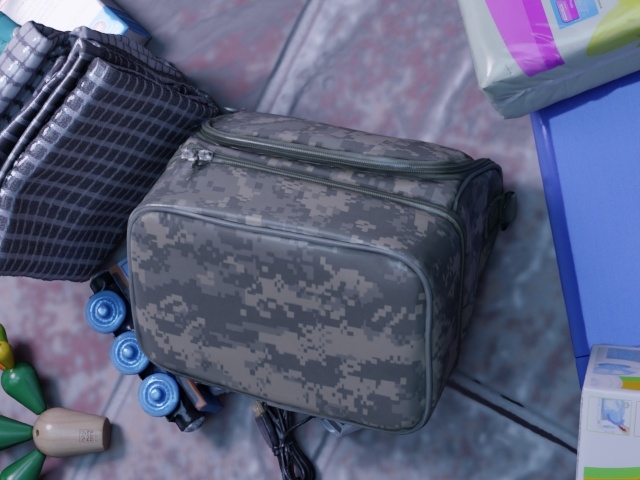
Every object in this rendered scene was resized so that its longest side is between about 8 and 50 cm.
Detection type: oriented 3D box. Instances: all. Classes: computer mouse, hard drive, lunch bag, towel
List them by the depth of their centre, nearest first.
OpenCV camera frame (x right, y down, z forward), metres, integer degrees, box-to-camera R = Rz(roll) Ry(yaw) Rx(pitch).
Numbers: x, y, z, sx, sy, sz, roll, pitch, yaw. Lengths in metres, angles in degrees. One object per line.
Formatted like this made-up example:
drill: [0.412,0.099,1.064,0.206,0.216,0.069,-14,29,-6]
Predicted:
hard drive: [0.309,-0.040,1.623,0.210,0.040,0.319,-12,83,18]
lunch bag: [0.000,0.000,1.625,0.305,0.256,0.213,11,126,18]
towel: [-0.232,-0.076,1.679,0.121,0.283,0.235,43,100,15]
computer mouse: [0.029,0.149,1.705,0.193,0.042,0.106,-32,72,20]

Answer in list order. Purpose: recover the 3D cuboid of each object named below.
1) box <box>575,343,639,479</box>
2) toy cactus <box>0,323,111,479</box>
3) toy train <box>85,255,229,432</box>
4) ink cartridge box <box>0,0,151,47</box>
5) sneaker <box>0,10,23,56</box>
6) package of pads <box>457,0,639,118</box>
box: [0.325,0.163,1.541,0.203,0.114,0.103,5,108,11]
toy cactus: [-0.301,0.185,1.789,0.180,0.112,0.219,0,77,9]
toy train: [-0.149,0.093,1.749,0.105,0.080,0.184,-36,76,7]
ink cartridge box: [-0.273,-0.226,1.819,0.181,0.061,0.104,43,100,16]
sneaker: [-0.365,-0.151,1.784,0.275,0.107,0.110,-24,118,39]
package of pads: [0.258,-0.267,1.601,0.296,0.101,0.229,-20,65,14]
